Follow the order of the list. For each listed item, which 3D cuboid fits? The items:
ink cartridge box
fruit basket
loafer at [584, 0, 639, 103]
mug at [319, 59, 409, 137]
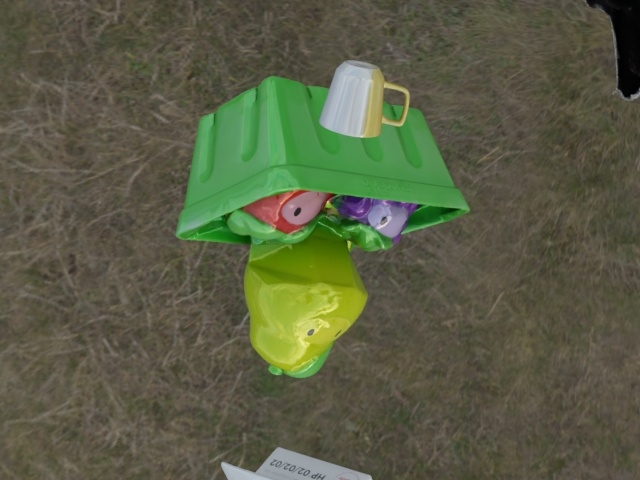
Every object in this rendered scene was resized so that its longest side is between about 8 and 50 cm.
[{"bbox_3d":[0.002,0.237,0.670,0.104,0.061,0.181,4,125,41],"label":"ink cartridge box"},{"bbox_3d":[0.000,0.000,1.133,0.283,0.392,0.392,-19,96,45],"label":"fruit basket"},{"bbox_3d":[0.365,-0.318,0.920,0.130,0.134,0.366,-12,87,-18],"label":"loafer"},{"bbox_3d":[0.041,-0.141,0.806,0.062,0.078,0.064,37,124,48],"label":"mug"}]
